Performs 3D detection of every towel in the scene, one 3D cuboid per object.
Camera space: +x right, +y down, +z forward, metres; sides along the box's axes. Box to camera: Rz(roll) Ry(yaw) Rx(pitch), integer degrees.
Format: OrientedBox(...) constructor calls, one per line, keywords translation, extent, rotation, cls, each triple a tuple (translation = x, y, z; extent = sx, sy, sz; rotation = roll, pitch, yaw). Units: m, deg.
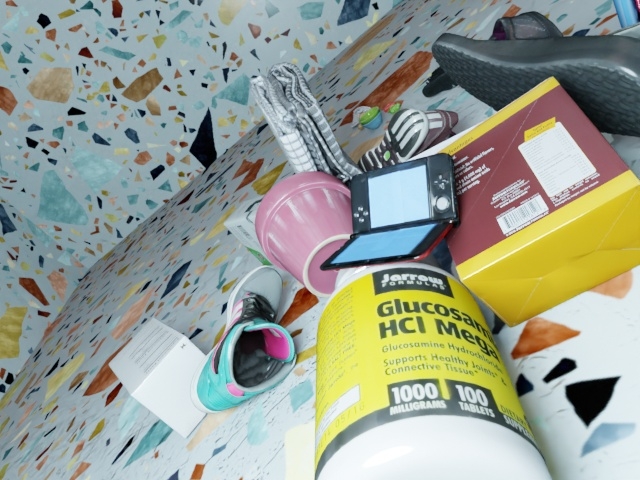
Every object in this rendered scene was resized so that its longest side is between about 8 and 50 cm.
OrientedBox(translation=(-0.025, -0.216, 1.118), extent=(0.121, 0.235, 0.283), rotation=(-30, 39, 1), cls="towel")

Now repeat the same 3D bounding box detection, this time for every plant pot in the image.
OrientedBox(translation=(0.000, 0.000, 0.980), extent=(0.201, 0.201, 0.180), rotation=(-41, 37, 5), cls="plant pot")

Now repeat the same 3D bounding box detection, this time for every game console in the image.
OrientedBox(translation=(0.072, -0.032, 0.613), extent=(0.144, 0.085, 0.124), rotation=(-9, 81, 41), cls="game console")

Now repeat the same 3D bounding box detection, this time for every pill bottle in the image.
OrientedBox(translation=(0.088, 0.139, 0.551), extent=(0.188, 0.188, 0.334), rotation=(-36, 23, 18), cls="pill bottle")

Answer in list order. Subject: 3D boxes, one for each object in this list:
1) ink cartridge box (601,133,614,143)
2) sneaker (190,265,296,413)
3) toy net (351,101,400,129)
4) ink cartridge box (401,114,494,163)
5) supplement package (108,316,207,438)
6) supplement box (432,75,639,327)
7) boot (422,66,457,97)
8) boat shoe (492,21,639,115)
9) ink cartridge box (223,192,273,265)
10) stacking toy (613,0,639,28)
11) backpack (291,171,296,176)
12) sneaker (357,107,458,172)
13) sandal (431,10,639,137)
OrientedBox(translation=(0.332, -0.119, 0.786), extent=(0.135, 0.056, 0.099), rotation=(-47, 22, -9), cls="ink cartridge box")
OrientedBox(translation=(-0.107, 0.151, 0.943), extent=(0.178, 0.124, 0.295), rotation=(-25, 35, 48), cls="sneaker")
OrientedBox(translation=(0.145, -0.375, 1.594), extent=(0.122, 0.045, 0.232), rotation=(-43, 22, 0), cls="toy net")
OrientedBox(translation=(0.237, -0.148, 0.953), extent=(0.207, 0.046, 0.097), rotation=(-25, -11, 37), cls="ink cartridge box")
OrientedBox(translation=(-0.297, 0.256, 1.061), extent=(0.134, 0.139, 0.244), rotation=(-49, 22, -20), cls="supplement package")
OrientedBox(translation=(0.243, -0.043, 0.631), extent=(0.191, 0.129, 0.194), rotation=(-33, 42, 23), cls="supplement box")
OrientedBox(translation=(0.316, -0.414, 1.379), extent=(0.121, 0.045, 0.099), rotation=(-18, 29, 48), cls="boot")
OrientedBox(translation=(0.399, -0.268, 0.862), extent=(0.121, 0.119, 0.335), rotation=(-52, 23, -21), cls="boat shoe")
OrientedBox(translation=(-0.100, -0.025, 1.227), extent=(0.208, 0.153, 0.087), rotation=(-7, 40, 54), cls="ink cartridge box")
OrientedBox(translation=(0.594, -0.414, 0.788), extent=(0.302, 0.166, 0.175), rotation=(-6, 56, 40), cls="stacking toy")
OrientedBox(translation=(-0.019, -0.121, 1.314), extent=(0.152, 0.115, 0.182), rotation=(-54, 21, 4), cls="backpack")
OrientedBox(translation=(0.187, -0.167, 1.102), extent=(0.163, 0.106, 0.281), rotation=(-14, -16, -25), cls="sneaker")
OrientedBox(translation=(0.314, -0.240, 0.753), extent=(0.107, 0.168, 0.446), rotation=(-49, 30, 2), cls="sandal")
